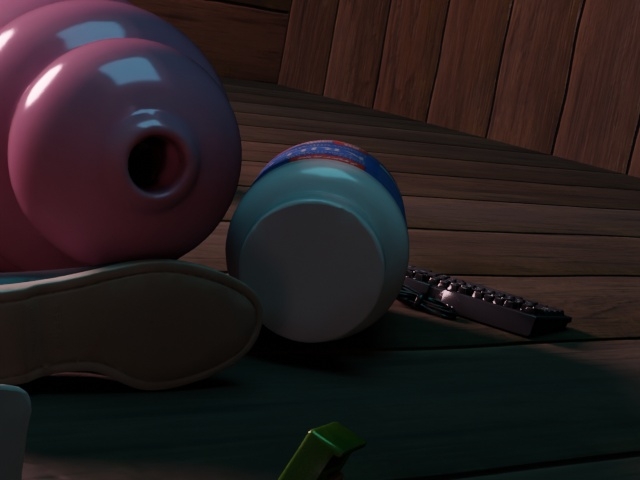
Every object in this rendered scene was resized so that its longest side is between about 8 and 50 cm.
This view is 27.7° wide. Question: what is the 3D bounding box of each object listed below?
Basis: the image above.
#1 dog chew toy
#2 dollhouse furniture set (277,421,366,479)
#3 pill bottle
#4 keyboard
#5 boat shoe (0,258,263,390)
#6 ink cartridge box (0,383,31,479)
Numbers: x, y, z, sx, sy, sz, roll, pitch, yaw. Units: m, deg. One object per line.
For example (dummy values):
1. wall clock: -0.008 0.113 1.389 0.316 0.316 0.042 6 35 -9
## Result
1. dog chew toy: -0.148 -0.061 0.817 0.207 0.206 0.332 6 6 -23
2. dollhouse furniture set: 0.045 0.135 0.484 0.152 0.058 0.076 33 9 15
3. pill bottle: 0.000 0.000 0.899 0.124 0.124 0.221 10 10 0
4. keyboard: 0.104 0.042 1.057 0.180 0.023 0.108 16 12 35
5. boat shoe: -0.130 0.039 0.702 0.206 0.075 0.065 -2 18 -33
6. ink cartridge box: -0.144 0.093 0.264 0.198 0.115 0.067 1 12 -38
